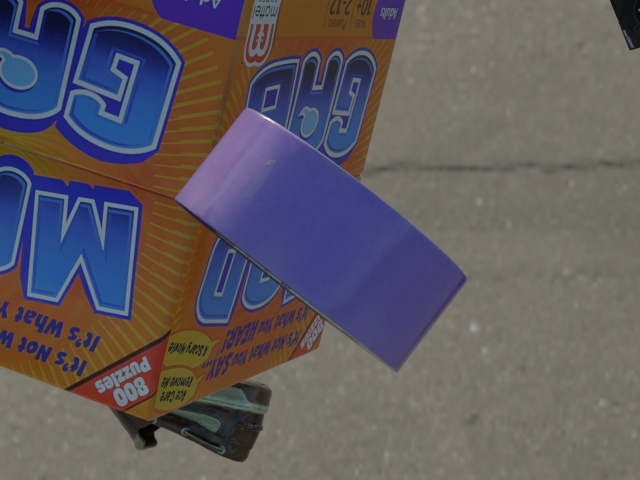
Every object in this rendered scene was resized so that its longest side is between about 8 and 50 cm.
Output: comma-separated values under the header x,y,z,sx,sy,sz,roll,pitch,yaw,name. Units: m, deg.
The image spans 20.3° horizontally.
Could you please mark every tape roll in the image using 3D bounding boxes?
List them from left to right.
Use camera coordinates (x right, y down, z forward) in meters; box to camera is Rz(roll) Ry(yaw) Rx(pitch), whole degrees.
x,y,z,sx,sy,sz,roll,pitch,yaw,name
0.000,0.000,1.185,0.189,0.189,0.080,35,85,37,tape roll

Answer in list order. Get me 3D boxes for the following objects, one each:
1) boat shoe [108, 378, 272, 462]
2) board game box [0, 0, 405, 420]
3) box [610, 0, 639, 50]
x,y,z,sx,sy,sz,roll,pitch,yaw,name
-0.179,0.165,1.800,0.257,0.095,0.095,12,-1,25,boat shoe
-0.183,-0.095,1.560,0.356,0.356,0.356,18,12,19,board game box
0.268,-0.206,1.435,0.062,0.083,0.052,-16,17,32,box
